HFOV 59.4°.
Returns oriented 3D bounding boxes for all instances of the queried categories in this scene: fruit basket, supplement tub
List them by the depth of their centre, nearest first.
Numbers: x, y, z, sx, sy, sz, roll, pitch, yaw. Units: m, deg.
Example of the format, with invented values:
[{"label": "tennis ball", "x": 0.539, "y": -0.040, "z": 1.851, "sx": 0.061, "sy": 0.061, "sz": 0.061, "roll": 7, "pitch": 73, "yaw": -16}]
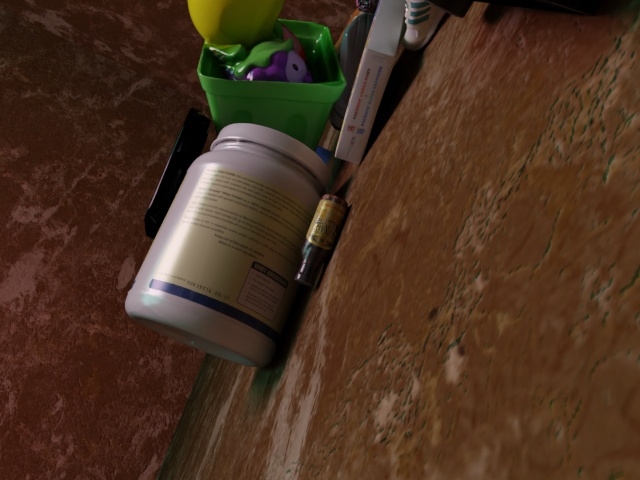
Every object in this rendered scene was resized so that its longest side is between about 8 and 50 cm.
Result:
[{"label": "supplement tub", "x": -0.130, "y": 0.008, "z": 0.878, "sx": 0.235, "sy": 0.235, "sz": 0.325, "roll": 138, "pitch": 155, "yaw": -69}, {"label": "fruit basket", "x": -0.105, "y": -0.375, "z": 1.018, "sx": 0.392, "sy": 0.283, "sz": 0.392, "roll": -177, "pitch": 90, "yaw": -82}]

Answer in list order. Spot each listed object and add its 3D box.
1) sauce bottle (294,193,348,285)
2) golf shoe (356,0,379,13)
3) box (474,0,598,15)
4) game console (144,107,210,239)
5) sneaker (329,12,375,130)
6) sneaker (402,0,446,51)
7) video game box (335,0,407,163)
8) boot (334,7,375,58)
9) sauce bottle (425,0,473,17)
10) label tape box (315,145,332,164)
[{"label": "sauce bottle", "x": 0.000, "y": 0.000, "z": 0.772, "sx": 0.042, "sy": 0.042, "sz": 0.128, "roll": 145, "pitch": 145, "yaw": -73}, {"label": "golf shoe", "x": 0.150, "y": -0.478, "z": 1.034, "sx": 0.186, "sy": 0.086, "sz": 0.067, "roll": -9, "pitch": 89, "yaw": 55}, {"label": "box", "x": 0.084, "y": -0.265, "z": 0.372, "sx": 0.261, "sy": 0.103, "sz": 0.184, "roll": -132, "pitch": 48, "yaw": -54}, {"label": "game console", "x": -0.274, "y": -0.087, "z": 1.058, "sx": 0.361, "sy": 0.044, "sz": 0.213, "roll": 141, "pitch": 149, "yaw": -70}, {"label": "sneaker", "x": 0.062, "y": -0.327, "z": 1.079, "sx": 0.091, "sy": 0.094, "sz": 0.258, "roll": -41, "pitch": 27, "yaw": 60}, {"label": "sneaker", "x": 0.128, "y": -0.306, "z": 0.701, "sx": 0.161, "sy": 0.075, "sz": 0.057, "roll": 136, "pitch": 156, "yaw": -67}, {"label": "video game box", "x": 0.078, "y": -0.250, "z": 0.846, "sx": 0.187, "sy": 0.048, "sz": 0.205, "roll": 104, "pitch": -178, "yaw": -47}, {"label": "boot", "x": 0.064, "y": -0.441, "z": 1.307, "sx": 0.283, "sy": 0.109, "sz": 0.220, "roll": -59, "pitch": 12, "yaw": 26}, {"label": "sauce bottle", "x": 0.176, "y": -0.353, "z": 0.440, "sx": 0.111, "sy": 0.111, "sz": 0.344, "roll": -83, "pitch": 18, "yaw": -61}, {"label": "label tape box", "x": -0.153, "y": -0.086, "z": 1.232, "sx": 0.106, "sy": 0.240, "sz": 0.334, "roll": -83, "pitch": 19, "yaw": -63}]
